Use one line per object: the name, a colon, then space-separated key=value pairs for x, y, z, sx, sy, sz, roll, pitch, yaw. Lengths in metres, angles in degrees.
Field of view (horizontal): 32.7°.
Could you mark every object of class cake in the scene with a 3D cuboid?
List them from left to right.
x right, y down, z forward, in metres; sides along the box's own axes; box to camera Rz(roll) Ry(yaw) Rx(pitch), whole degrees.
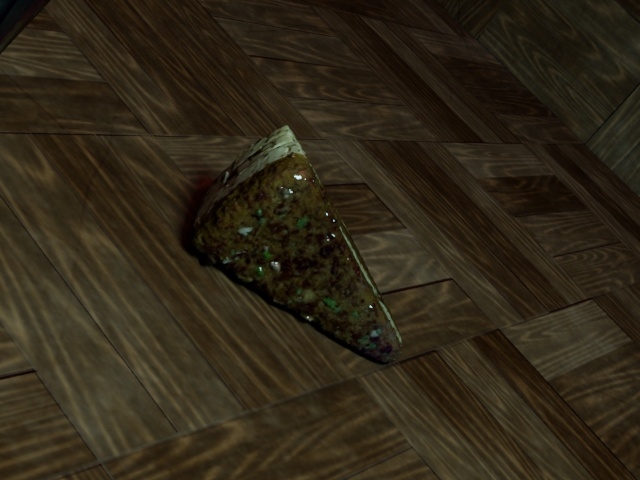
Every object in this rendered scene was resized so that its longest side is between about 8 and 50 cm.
cake: x=0.012 y=0.002 z=1.037 sx=0.246 sy=0.135 sz=0.112 roll=32 pitch=25 yaw=-16

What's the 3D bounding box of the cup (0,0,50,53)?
cup: x=-0.304 y=-0.169 z=0.844 sx=0.239 sy=0.177 sz=0.166 roll=11 pitch=36 yaw=-45
